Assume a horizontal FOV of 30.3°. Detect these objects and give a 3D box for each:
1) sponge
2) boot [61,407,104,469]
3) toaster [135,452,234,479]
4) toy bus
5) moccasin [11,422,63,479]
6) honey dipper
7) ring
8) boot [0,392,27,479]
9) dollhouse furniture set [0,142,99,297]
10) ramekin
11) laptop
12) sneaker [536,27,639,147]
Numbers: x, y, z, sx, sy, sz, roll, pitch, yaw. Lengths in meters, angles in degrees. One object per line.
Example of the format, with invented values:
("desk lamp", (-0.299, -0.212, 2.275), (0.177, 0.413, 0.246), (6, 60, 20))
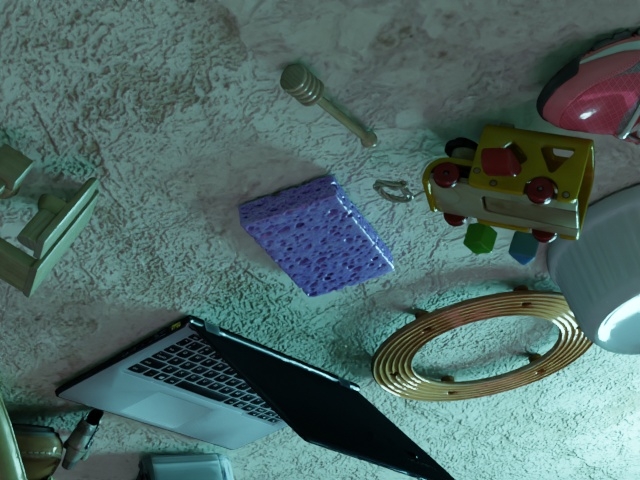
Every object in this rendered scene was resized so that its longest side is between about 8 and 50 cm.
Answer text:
("sponge", (0.000, 0.000, 1.387), (0.117, 0.031, 0.210), (-19, 149, 14))
("boot", (-0.343, 0.281, 1.724), (0.042, 0.118, 0.087), (28, 103, -8))
("toaster", (-0.225, 0.422, 1.926), (0.147, 0.129, 0.227), (-3, 147, -19))
("toy bus", (0.194, -0.072, 1.255), (0.202, 0.104, 0.191), (30, 155, -22))
("moccasin", (-0.488, 0.381, 1.751), (0.139, 0.146, 0.380), (17, 139, -36))
("honey dipper", (0.015, -0.129, 1.182), (0.030, 0.030, 0.161), (-26, 148, 24))
("ring", (0.237, 0.151, 1.712), (0.337, 0.032, 0.336), (-9, 149, -5))
("boot", (-0.499, 0.342, 1.597), (0.236, 0.089, 0.269), (-20, 106, -1))
("dollhouse furniture set", (-0.315, -0.059, 1.197), (0.151, 0.123, 0.144), (32, 140, -1))
("ramekin", (0.434, 0.043, 1.500), (0.273, 0.127, 0.273), (-8, 150, -5))
("laptop", (-0.080, 0.276, 1.619), (0.408, 0.236, 0.382), (-28, 144, 27))
("sneaker", (0.376, -0.126, 1.193), (0.314, 0.136, 0.116), (-1, 147, -16))
